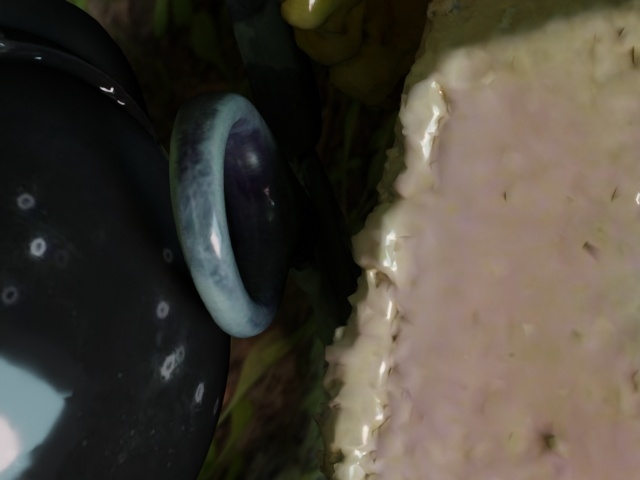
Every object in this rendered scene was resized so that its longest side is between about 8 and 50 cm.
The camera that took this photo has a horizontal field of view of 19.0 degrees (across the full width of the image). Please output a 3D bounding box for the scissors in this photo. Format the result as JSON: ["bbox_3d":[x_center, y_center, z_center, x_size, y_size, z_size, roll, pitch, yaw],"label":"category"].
[{"bbox_3d":[0.000,0.000,0.840,0.383,0.029,0.256,67,19,-53],"label":"scissors"}]

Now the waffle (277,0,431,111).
[{"bbox_3d":[0.045,-0.207,0.778,0.307,0.060,0.312,7,96,-67],"label":"waffle"}]

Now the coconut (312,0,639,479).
[{"bbox_3d":[0.216,0.027,0.768,0.404,0.404,0.404,-24,125,-39],"label":"coconut"}]

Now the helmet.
[{"bbox_3d":[-0.120,0.046,0.698,0.279,0.160,0.230,-47,136,-20],"label":"helmet"}]
